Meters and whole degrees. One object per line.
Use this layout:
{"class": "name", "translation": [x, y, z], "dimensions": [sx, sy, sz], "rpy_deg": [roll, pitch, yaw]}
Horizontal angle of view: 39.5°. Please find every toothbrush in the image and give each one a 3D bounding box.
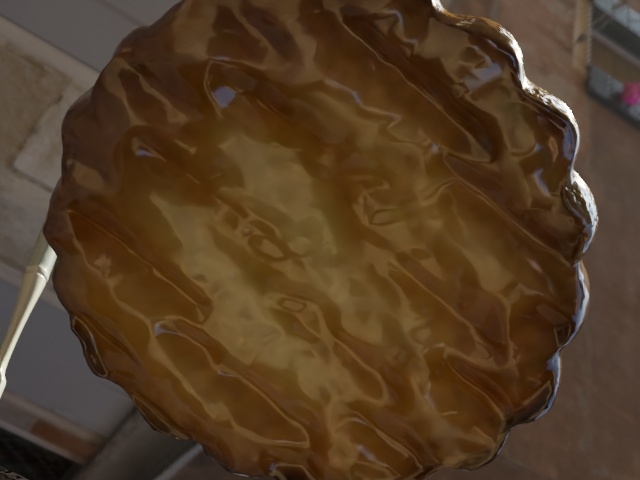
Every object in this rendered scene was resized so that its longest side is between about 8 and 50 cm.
{"class": "toothbrush", "translation": [-0.244, 0.010, 0.779], "dimensions": [0.030, 0.025, 0.342], "rpy_deg": [71, 20, -44]}

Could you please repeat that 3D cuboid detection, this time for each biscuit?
{"class": "biscuit", "translation": [0.000, 0.000, 0.534], "dimensions": [0.325, 0.326, 0.107], "rpy_deg": [-55, -178, 22]}

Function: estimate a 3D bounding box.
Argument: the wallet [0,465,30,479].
{"class": "wallet", "translation": [-0.124, 0.115, 0.287], "dimensions": [0.243, 0.133, 0.039], "rpy_deg": [9, -83, 40]}
